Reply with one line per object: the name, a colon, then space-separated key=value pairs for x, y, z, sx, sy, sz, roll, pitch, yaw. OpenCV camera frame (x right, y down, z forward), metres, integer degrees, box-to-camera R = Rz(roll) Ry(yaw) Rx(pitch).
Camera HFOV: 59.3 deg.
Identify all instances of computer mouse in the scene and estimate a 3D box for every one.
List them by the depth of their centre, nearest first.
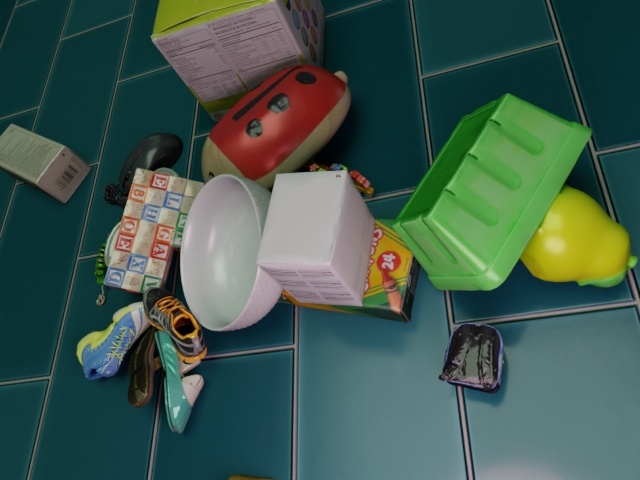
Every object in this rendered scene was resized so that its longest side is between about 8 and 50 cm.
computer mouse: x=-0.505 y=-0.209 z=1.598 sx=0.188 sy=0.072 sz=0.272 roll=27 pitch=76 yaw=33

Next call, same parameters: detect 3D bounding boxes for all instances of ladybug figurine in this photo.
ladybug figurine: x=-0.121 y=-0.278 z=1.383 sx=0.449 sy=0.162 sz=0.305 roll=-42 pitch=37 yaw=-2

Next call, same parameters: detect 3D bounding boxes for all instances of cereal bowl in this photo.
cereal bowl: x=-0.172 y=0.028 z=1.247 sx=0.339 sy=0.141 sz=0.339 roll=-7 pitch=81 yaw=49

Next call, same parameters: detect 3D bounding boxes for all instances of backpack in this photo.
backpack: x=0.281 y=0.213 z=1.026 sx=0.105 sy=0.084 sz=0.114 roll=6 pitch=71 yaw=25

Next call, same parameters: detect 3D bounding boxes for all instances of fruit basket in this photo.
fruit basket: x=0.382 y=-0.043 z=1.066 sx=0.392 sy=0.283 sz=0.392 roll=1 pitch=86 yaw=-16

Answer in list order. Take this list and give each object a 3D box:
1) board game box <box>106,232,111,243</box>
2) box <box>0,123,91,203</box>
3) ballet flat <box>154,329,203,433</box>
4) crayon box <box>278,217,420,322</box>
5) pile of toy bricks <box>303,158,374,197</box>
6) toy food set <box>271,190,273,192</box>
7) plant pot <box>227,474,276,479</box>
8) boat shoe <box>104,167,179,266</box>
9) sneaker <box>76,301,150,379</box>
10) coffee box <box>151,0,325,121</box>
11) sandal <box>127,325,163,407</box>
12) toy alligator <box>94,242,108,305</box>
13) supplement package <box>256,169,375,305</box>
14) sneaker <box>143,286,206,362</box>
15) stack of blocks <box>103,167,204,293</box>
board game box: x=-0.542 y=0.017 z=1.522 sx=0.090 sy=0.020 sz=0.090 roll=-9 pitch=61 yaw=18
box: x=-0.879 y=-0.243 z=1.745 sx=0.311 sy=0.121 sz=0.148 roll=23 pitch=74 yaw=31
ballet flat: x=-0.304 y=0.292 z=1.238 sx=0.087 sy=0.083 sz=0.247 roll=-18 pitch=59 yaw=-3
crayon box: x=0.050 y=0.052 z=1.215 sx=0.318 sy=0.081 sz=0.202 roll=4 pitch=66 yaw=25
pile of toy bricks: x=0.011 y=-0.143 z=1.323 sx=0.212 sy=0.105 sz=0.118 roll=32 pitch=79 yaw=33
toy food set: x=-0.116 y=-0.096 z=1.406 sx=0.122 sy=0.019 sz=0.078 roll=-40 pitch=55 yaw=8
plant pot: x=-0.141 y=0.484 z=1.059 sx=0.081 sy=0.083 sz=0.081 roll=-2 pitch=62 yaw=22
boat shoe: x=-0.458 y=-0.046 z=1.483 sx=0.114 sy=0.091 sz=0.302 roll=32 pitch=74 yaw=-3
sneaker: x=-0.469 y=0.247 z=1.322 sx=0.240 sy=0.091 sz=0.126 roll=-35 pitch=51 yaw=16
coffee box: x=-0.200 y=-0.583 z=1.513 sx=0.338 sy=0.334 sz=0.337 roll=-10 pitch=60 yaw=18
sandal: x=-0.388 y=0.288 z=1.277 sx=0.090 sy=0.060 sz=0.219 roll=-44 pitch=34 yaw=15
toy alligator: x=-0.565 y=0.073 z=1.464 sx=0.056 sy=0.051 sz=0.189 roll=4 pitch=74 yaw=23
supplement package: x=0.000 y=0.000 z=1.092 sx=0.149 sy=0.203 sz=0.194 roll=0 pitch=64 yaw=23
sneaker: x=-0.320 y=0.169 z=1.239 sx=0.084 sy=0.083 sz=0.215 roll=-31 pitch=58 yaw=-33
stack of blocks: x=-0.402 y=-0.012 z=1.390 sx=0.171 sy=0.087 sz=0.297 roll=13 pitch=76 yaw=-6
